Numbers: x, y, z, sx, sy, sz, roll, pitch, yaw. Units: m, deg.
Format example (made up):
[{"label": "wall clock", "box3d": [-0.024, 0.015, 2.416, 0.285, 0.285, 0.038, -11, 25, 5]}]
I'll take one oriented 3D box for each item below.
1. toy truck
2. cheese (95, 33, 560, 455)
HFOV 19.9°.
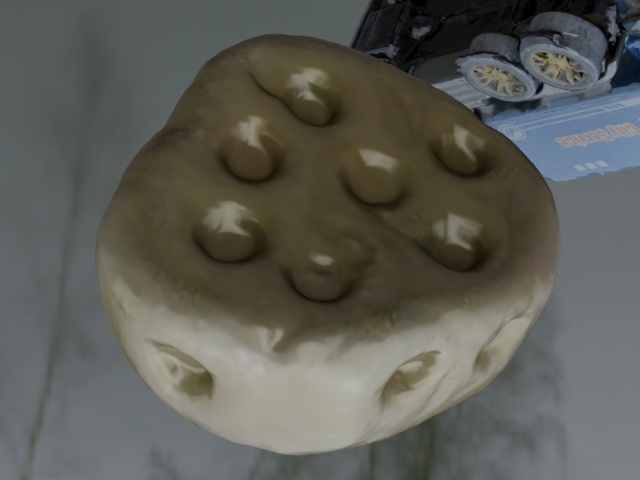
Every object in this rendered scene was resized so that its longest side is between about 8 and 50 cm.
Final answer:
[{"label": "toy truck", "box3d": [0.169, -0.139, 1.335, 0.175, 0.146, 0.367, 36, 155, -29]}, {"label": "cheese", "box3d": [0.000, 0.000, 0.923, 0.235, 0.218, 0.117, -1, 144, -17]}]
